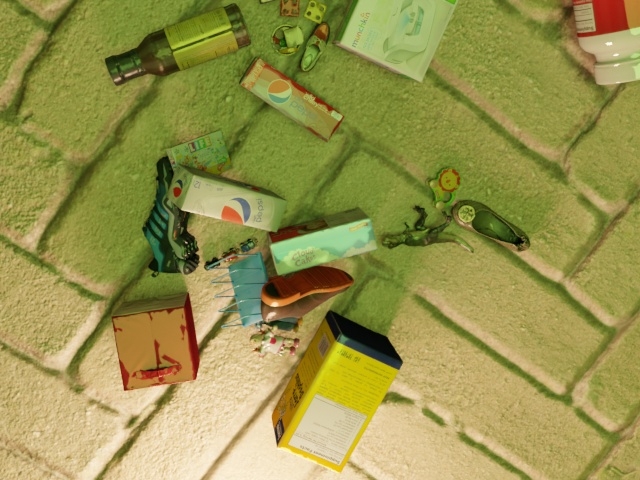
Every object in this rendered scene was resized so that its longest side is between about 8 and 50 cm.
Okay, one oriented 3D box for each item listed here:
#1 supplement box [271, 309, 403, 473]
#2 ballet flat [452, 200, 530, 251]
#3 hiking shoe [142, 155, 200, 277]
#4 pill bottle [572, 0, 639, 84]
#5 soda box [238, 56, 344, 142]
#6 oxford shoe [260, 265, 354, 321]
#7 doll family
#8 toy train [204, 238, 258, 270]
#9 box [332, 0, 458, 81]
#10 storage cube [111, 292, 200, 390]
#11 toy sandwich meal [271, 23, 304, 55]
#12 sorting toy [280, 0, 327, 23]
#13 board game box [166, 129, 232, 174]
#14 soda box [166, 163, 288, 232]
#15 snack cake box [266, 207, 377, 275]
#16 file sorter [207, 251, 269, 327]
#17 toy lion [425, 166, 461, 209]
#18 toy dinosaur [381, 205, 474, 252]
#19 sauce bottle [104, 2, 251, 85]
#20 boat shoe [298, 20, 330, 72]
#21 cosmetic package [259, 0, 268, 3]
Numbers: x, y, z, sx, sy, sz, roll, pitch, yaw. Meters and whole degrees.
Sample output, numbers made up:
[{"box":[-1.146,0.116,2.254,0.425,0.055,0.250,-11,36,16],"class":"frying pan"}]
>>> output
[{"box":[0.037,0.406,1.952,0.194,0.195,0.356,27,98,-13],"class":"supplement box"},{"box":[0.475,-0.036,1.980,0.250,0.058,0.084,29,97,-14],"class":"ballet flat"},{"box":[-0.398,-0.058,1.820,0.132,0.113,0.304,-5,94,14],"class":"hiking shoe"},{"box":[0.749,-0.609,1.795,0.229,0.229,0.407,-16,105,-4],"class":"pill bottle"},{"box":[-0.073,-0.353,1.804,0.263,0.092,0.083,32,98,-15],"class":"soda box"},{"box":[-0.037,0.135,1.827,0.271,0.097,0.098,-11,130,-31],"class":"oxford shoe"},{"box":[-0.119,0.185,1.928,0.163,0.118,0.263,16,110,-26],"class":"doll family"},{"box":[-0.237,0.038,1.903,0.158,0.036,0.027,-28,106,-1],"class":"toy train"},{"box":[0.189,-0.561,1.778,0.231,0.127,0.262,22,100,-15],"class":"box"},{"box":[-0.417,0.253,1.844,0.184,0.215,0.193,-8,98,-6],"class":"storage cube"},{"box":[-0.081,-0.501,1.799,0.086,0.029,0.085,-2,104,-8],"class":"toy sandwich meal"},{"box":[-0.039,-0.670,1.756,0.132,0.046,0.274,-2,103,-8],"class":"sorting toy"},{"box":[-0.300,-0.204,1.798,0.154,0.026,0.103,-29,109,-37],"class":"board game box"},{"box":[-0.226,-0.101,1.780,0.286,0.098,0.091,14,103,-40],"class":"soda box"},{"box":[0.000,0.000,1.870,0.264,0.152,0.089,-15,105,-4],"class":"snack cake box"},{"box":[-0.205,0.127,1.838,0.118,0.104,0.170,-25,74,34],"class":"file sorter"},{"box":[0.339,-0.145,1.950,0.096,0.034,0.100,-22,106,-11],"class":"toy lion"},{"box":[0.297,-0.027,1.956,0.268,0.064,0.118,2,118,-10],"class":"toy dinosaur"},{"box":[-0.343,-0.464,1.728,0.344,0.111,0.111,-20,106,-4],"class":"sauce bottle"},{"box":[-0.014,-0.485,1.807,0.049,0.043,0.137,27,97,-12],"class":"boat shoe"},{"box":[-0.140,-0.636,1.743,0.041,0.060,0.115,-16,107,-5],"class":"cosmetic package"}]
